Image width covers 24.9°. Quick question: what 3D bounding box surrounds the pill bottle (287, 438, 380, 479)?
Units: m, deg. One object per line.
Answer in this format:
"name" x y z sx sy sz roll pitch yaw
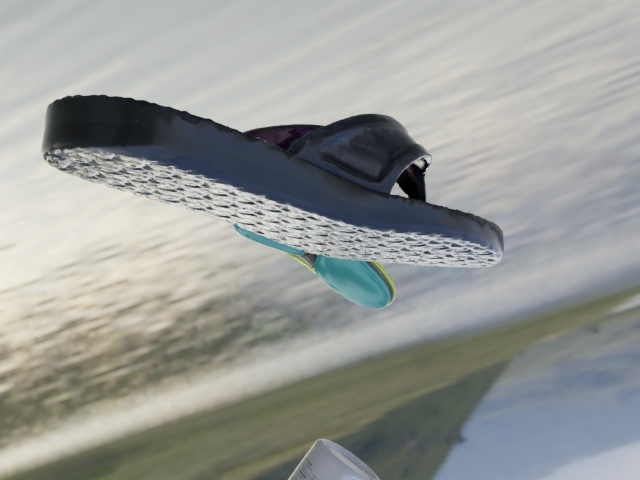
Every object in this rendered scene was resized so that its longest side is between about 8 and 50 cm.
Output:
"pill bottle" -0.016 0.444 2.320 0.229 0.131 0.131 -54 170 4

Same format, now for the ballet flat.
"ballet flat" 0.000 0.000 1.817 0.077 0.231 0.077 -62 179 39

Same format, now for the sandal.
"sandal" -0.004 -0.058 1.115 0.167 0.107 0.445 -1 167 43
